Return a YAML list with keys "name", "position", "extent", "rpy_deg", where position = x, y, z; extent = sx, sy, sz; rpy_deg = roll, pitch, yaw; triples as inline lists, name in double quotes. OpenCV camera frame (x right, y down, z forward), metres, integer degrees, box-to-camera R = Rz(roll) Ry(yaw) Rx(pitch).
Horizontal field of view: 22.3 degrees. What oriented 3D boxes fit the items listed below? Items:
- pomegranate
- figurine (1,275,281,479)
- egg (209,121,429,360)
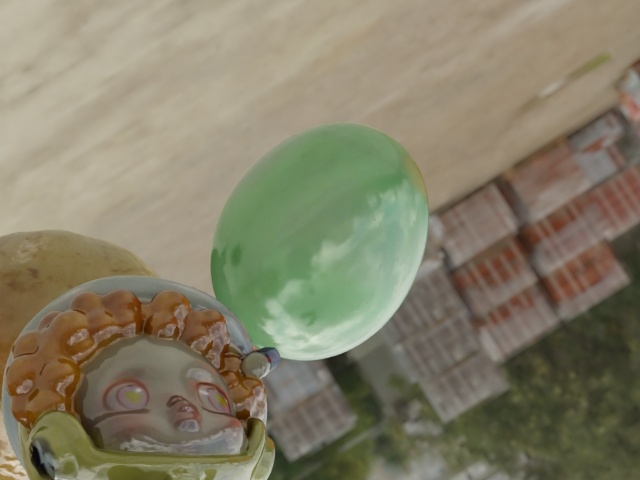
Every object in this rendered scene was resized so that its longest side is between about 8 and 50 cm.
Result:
- name: "pomegranate"
  position: [-0.326, 0.143, 1.965]
  extent: [0.342, 0.342, 0.342]
  rpy_deg: [-32, 176, -3]
- name: "figurine"
  position: [-0.144, 0.208, 1.221]
  extent: [0.382, 0.224, 0.205]
  rpy_deg: [-92, -158, -46]
- name: "egg"
  position: [0.000, 0.000, 1.748]
  extent: [0.269, 0.220, 0.220]
  rpy_deg: [-61, 174, 4]
